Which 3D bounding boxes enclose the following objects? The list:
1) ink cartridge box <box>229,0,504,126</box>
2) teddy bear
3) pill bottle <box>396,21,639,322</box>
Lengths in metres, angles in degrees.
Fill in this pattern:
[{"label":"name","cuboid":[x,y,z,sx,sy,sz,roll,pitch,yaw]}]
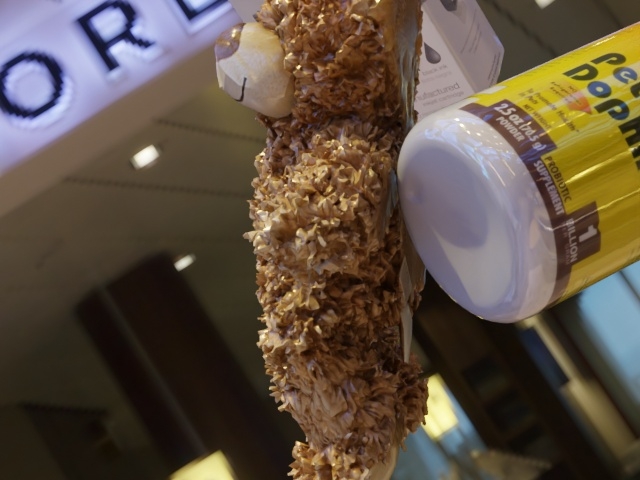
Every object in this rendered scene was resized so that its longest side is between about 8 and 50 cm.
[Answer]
[{"label":"ink cartridge box","cuboid":[0.032,-0.193,1.313,0.158,0.218,0.092,-16,34,31]},{"label":"teddy bear","cuboid":[0.000,0.000,0.909,0.113,0.338,0.245,0,27,12]},{"label":"pill bottle","cuboid":[0.156,-0.047,0.849,0.215,0.117,0.117,-25,-12,-26]}]
